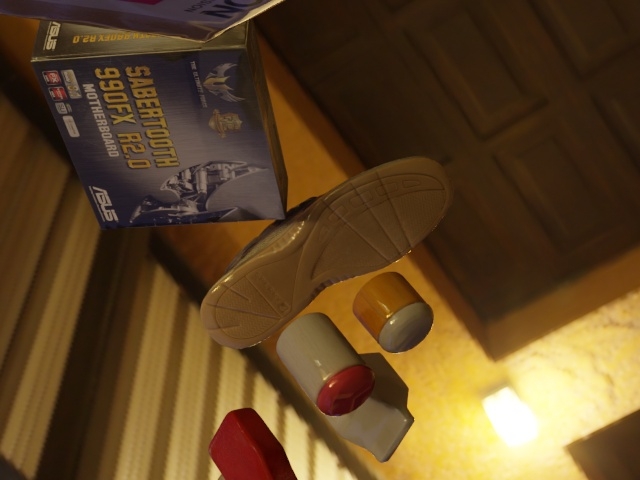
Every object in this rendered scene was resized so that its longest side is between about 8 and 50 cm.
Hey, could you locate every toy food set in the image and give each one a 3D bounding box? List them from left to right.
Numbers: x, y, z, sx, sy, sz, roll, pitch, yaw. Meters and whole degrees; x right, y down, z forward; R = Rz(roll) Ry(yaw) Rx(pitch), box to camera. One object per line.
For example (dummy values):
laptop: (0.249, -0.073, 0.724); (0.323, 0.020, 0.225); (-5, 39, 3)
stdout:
toy food set: (0.008, 0.140, 0.804); (0.111, 0.232, 0.104); (1, -141, -43)

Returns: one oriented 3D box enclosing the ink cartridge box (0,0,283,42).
ink cartridge box: (-0.060, -0.158, 0.484); (0.193, 0.234, 0.088); (2, -103, -39)

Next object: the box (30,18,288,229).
box: (-0.134, -0.103, 1.141); (0.231, 0.183, 0.056); (80, -169, -52)

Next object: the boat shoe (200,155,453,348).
boat shoe: (0.000, 0.000, 1.295); (0.103, 0.285, 0.092); (52, -175, -22)
